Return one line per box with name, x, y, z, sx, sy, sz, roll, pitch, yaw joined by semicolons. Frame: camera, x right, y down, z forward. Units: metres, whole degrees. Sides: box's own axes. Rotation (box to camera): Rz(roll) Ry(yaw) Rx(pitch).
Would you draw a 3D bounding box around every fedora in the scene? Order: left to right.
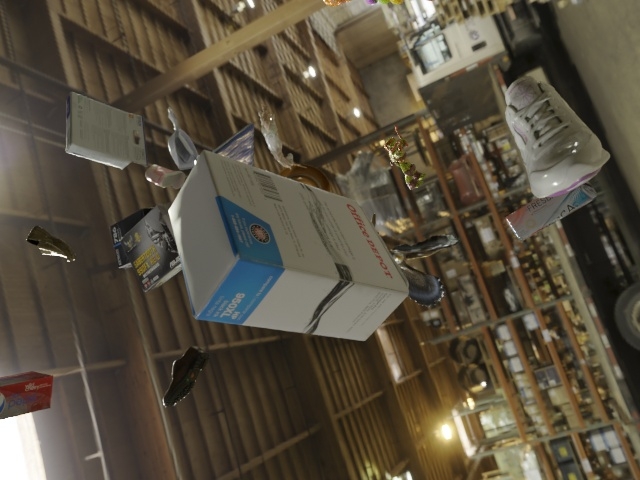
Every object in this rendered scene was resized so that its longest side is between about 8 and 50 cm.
fedora;-0.065;-0.153;1.821;0.079;0.194;0.195;-50;-64;-79

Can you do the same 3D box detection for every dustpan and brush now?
dustpan and brush;-0.486;-0.353;1.968;0.211;0.060;0.147;59;-161;-2

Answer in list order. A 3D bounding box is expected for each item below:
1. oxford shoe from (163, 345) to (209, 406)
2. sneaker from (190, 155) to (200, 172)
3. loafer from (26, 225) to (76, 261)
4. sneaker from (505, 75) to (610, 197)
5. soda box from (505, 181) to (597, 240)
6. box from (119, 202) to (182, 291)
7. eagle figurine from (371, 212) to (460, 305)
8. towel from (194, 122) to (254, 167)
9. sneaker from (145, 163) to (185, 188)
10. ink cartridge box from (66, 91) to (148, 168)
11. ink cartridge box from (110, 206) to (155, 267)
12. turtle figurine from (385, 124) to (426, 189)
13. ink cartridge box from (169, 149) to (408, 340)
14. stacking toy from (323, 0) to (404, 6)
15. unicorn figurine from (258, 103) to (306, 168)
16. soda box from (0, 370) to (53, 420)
oxford shoe;-0.483;0.471;1.989;0.096;0.227;0.083;27;167;29
sneaker;-0.214;-0.087;1.466;0.319;0.131;0.112;39;-151;22
loafer;-0.694;0.017;1.470;0.050;0.148;0.056;-52;-19;-29
sneaker;0.335;-0.164;0.872;0.152;0.114;0.305;49;-158;-14
soda box;0.498;-0.070;1.238;0.063;0.183;0.058;61;-164;15
box;-0.484;0.023;1.693;0.056;0.231;0.183;-20;-100;-54
eagle figurine;0.285;0.070;1.889;0.225;0.298;0.227;-63;-15;-61
towel;-0.306;-0.230;1.900;0.040;0.243;0.336;43;161;10
sneaker;-0.409;-0.171;1.497;0.070;0.051;0.134;28;-169;9
ink cartridge box;-0.626;-0.313;1.673;0.223;0.045;0.223;15;-135;-37
ink cartridge box;-0.677;0.001;2.061;0.065;0.332;0.166;-9;-98;-44
turtle figurine;0.298;-0.294;2.094;0.217;0.087;0.269;54;-159;-15
ink cartridge box;-0.060;0.021;1.104;0.394;0.166;0.286;15;-145;-37
stacking toy;0.139;-0.596;1.293;0.175;0.301;0.166;-31;-69;-59
unicorn figurine;-0.109;-0.242;1.370;0.162;0.060;0.111;45;-159;-49
soda box;-0.807;0.396;1.431;0.263;0.083;0.092;8;-95;-67
